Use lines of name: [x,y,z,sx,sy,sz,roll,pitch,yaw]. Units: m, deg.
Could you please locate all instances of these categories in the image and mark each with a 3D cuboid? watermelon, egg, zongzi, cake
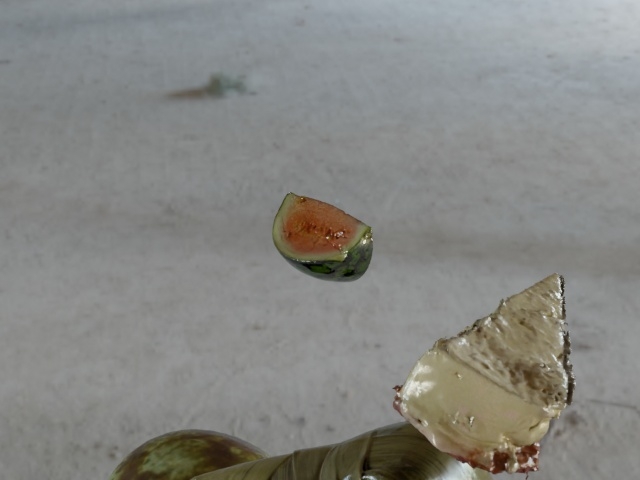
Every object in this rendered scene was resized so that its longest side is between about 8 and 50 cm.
watermelon: [-0.011,0.008,1.232,0.069,0.087,0.163,-12,22,-32]
egg: [-0.140,0.354,1.333,0.289,0.238,0.238,0,20,33]
zongzi: [0.049,0.302,1.005,0.300,0.274,0.145,-18,20,35]
cake: [0.166,0.107,0.864,0.116,0.086,0.220,40,31,24]
